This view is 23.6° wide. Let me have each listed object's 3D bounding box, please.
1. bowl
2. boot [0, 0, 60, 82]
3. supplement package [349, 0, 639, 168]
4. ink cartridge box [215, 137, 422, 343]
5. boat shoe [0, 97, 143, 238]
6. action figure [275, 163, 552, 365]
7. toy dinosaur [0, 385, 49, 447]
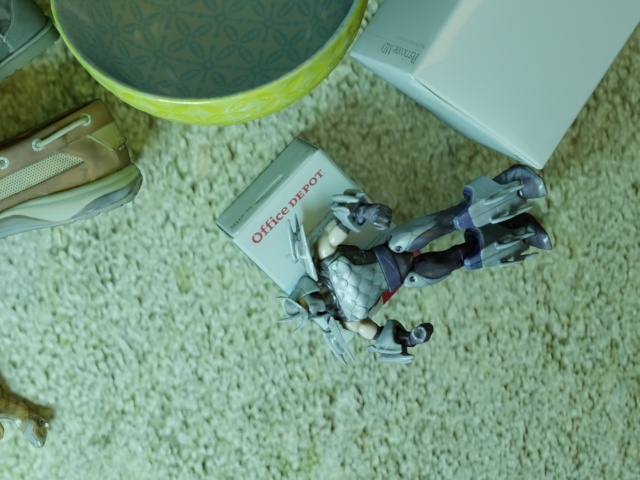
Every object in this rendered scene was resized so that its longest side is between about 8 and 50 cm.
[{"bbox_3d":[-0.089,-0.213,1.412,0.289,0.289,0.156,-34,156,-8],"label":"bowl"},{"bbox_3d":[-0.355,-0.227,1.376,0.189,0.076,0.208,-43,121,-20],"label":"boot"},{"bbox_3d":[0.198,-0.248,1.508,0.175,0.177,0.293,32,91,-24],"label":"supplement package"},{"bbox_3d":[0.000,0.000,1.561,0.127,0.072,0.175,-46,114,-3],"label":"ink cartridge box"},{"bbox_3d":[-0.331,-0.051,1.417,0.324,0.123,0.116,-19,103,-21],"label":"boat shoe"},{"bbox_3d":[0.085,0.017,1.506,0.285,0.099,0.185,-24,120,-10],"label":"action figure"},{"bbox_3d":[-0.350,0.134,1.492,0.112,0.064,0.211,-47,125,-22],"label":"toy dinosaur"}]
